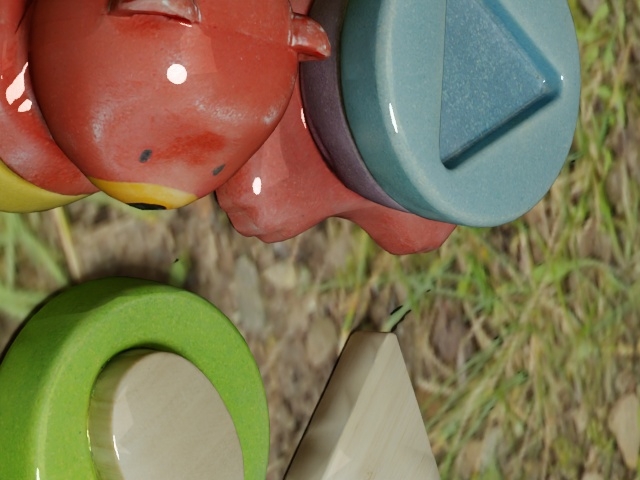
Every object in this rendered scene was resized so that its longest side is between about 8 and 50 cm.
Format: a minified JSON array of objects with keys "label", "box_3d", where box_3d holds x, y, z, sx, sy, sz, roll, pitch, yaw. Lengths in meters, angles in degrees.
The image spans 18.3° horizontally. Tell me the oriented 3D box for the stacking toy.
[{"label":"stacking toy","box_3d":[0.000,0.000,0.777,0.309,0.130,0.279,-8,96,-46]}]
